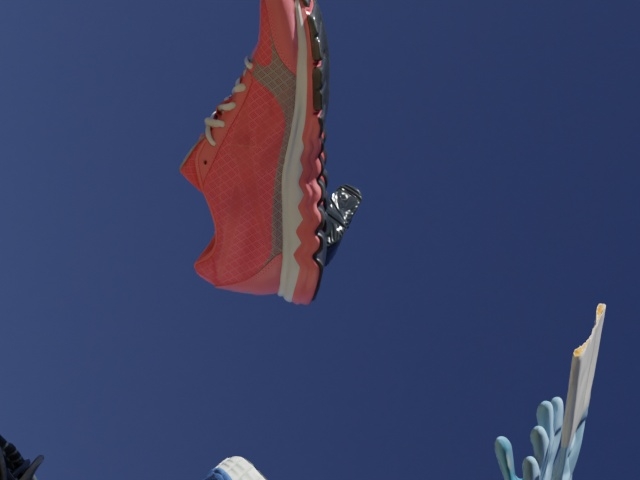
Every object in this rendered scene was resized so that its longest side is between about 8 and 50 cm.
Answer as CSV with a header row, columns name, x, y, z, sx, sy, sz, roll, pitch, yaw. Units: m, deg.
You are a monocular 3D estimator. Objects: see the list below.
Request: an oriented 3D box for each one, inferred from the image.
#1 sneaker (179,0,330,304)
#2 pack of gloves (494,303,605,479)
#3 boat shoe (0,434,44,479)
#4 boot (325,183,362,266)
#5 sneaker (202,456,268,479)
name,x,y,z,sx,sy,sz,roll,pitch,yaw
sneaker,-0.061,-0.093,1.444,0.116,0.136,0.314,-79,170,-78
pack of gloves,0.163,0.187,1.238,0.046,0.195,0.232,13,-58,17
boat shoe,-0.325,0.249,1.437,0.156,0.187,0.500,23,-30,26
boot,-0.001,0.000,1.787,0.045,0.121,0.099,34,-44,5
sneaker,-0.056,0.321,1.431,0.330,0.147,0.130,28,-37,56
